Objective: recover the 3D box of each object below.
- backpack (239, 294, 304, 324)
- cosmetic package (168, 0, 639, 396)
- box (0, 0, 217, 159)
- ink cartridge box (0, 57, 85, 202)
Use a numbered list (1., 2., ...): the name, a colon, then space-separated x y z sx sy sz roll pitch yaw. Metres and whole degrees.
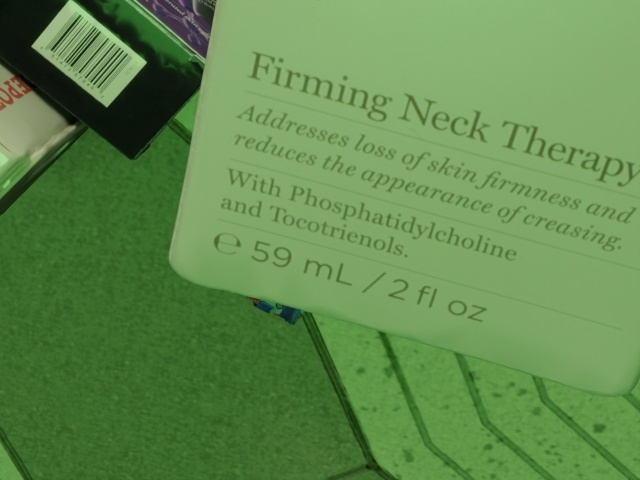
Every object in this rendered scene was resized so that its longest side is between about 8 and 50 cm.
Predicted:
1. backpack: 0.000 0.000 1.160 0.173 0.117 0.158 29 124 -12
2. cosmetic package: 0.115 -0.173 0.896 0.330 0.327 0.393 15 123 1
3. box: -0.147 -0.184 1.010 0.153 0.207 0.108 38 120 -15
4. ink cartridge box: -0.369 -0.164 0.979 0.385 0.279 0.160 43 105 -8
